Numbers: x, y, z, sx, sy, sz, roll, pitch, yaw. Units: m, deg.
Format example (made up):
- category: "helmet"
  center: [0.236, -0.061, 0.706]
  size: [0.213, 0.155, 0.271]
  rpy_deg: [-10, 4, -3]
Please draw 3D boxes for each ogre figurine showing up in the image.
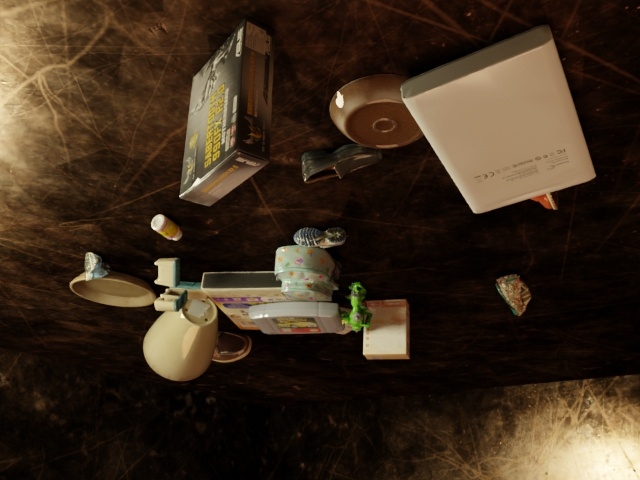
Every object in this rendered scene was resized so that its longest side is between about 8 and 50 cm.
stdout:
- category: "ogre figurine"
  center: [0.117, 0.216, 1.901]
  size: [0.096, 0.118, 0.197]
  rpy_deg: [10, 154, -13]

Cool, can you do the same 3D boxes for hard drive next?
- category: "hard drive"
  center: [0.316, -0.183, 1.024]
  size: [0.232, 0.047, 0.353]
  rpy_deg: [-17, 143, 26]

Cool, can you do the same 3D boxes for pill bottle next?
- category: "pill bottle"
  center: [-0.389, -0.030, 1.521]
  size: [0.043, 0.043, 0.083]
  rpy_deg: [-8, 153, 23]

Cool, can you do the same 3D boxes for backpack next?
- category: "backpack"
  center: [-0.040, 0.088, 1.619]
  size: [0.165, 0.145, 0.188]
  rpy_deg: [1, 153, 18]

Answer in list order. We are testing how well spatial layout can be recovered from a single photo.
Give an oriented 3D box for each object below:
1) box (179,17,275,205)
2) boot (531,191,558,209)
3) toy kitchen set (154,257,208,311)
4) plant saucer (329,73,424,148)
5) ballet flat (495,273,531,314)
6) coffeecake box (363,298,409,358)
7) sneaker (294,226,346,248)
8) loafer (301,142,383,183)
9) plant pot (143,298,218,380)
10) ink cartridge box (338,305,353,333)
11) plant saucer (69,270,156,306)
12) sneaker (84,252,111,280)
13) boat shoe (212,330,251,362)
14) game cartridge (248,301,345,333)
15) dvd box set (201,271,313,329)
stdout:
- category: "box"
  center: [-0.143, -0.192, 0.915]
  size: [0.056, 0.231, 0.183]
  rpy_deg: [17, 153, -34]
- category: "boot"
  center: [0.435, -0.110, 1.229]
  size: [0.084, 0.059, 0.158]
  rpy_deg: [-14, 142, 39]
- category: "toy kitchen set"
  center: [-0.419, 0.119, 1.833]
  size: [0.122, 0.166, 0.207]
  rpy_deg: [4, -168, 1]
- category: "plant saucer"
  center: [0.114, -0.216, 1.060]
  size: [0.198, 0.036, 0.199]
  rpy_deg: [3, 155, 1]
- category: "ballet flat"
  center: [0.584, 0.163, 1.774]
  size: [0.077, 0.091, 0.241]
  rpy_deg: [-29, 150, 14]
- category: "coffeecake box"
  center: [0.219, 0.294, 1.974]
  size: [0.142, 0.186, 0.068]
  rpy_deg: [-4, 154, 17]
- category: "sneaker"
  center: [0.000, 0.000, 1.529]
  size: [0.135, 0.052, 0.058]
  rpy_deg: [1, 159, 7]
- category: "loafer"
  center: [0.043, -0.148, 1.184]
  size: [0.170, 0.061, 0.062]
  rpy_deg: [-8, 152, 23]
- category: "plant pot"
  center: [-0.462, 0.311, 2.083]
  size: [0.256, 0.257, 0.274]
  rpy_deg: [13, 137, -20]
- category: "ink cartridge box"
  center: [0.075, 0.285, 2.129]
  size: [0.099, 0.056, 0.135]
  rpy_deg: [14, 153, -21]
- category: "plant saucer"
  center: [-0.683, 0.161, 1.983]
  size: [0.277, 0.041, 0.278]
  rpy_deg: [4, 155, 2]
- category: "sneaker"
  center: [-0.666, 0.075, 1.791]
  size: [0.073, 0.064, 0.162]
  rpy_deg: [-3, 165, -25]
- category: "boat shoe"
  center: [-0.450, 0.418, 2.424]
  size: [0.341, 0.123, 0.123]
  rpy_deg: [1, 157, 21]
- category: "game cartridge"
  center: [-0.076, 0.253, 1.948]
  size: [0.294, 0.060, 0.196]
  rpy_deg: [-3, 150, 10]
- category: "dvd box set"
  center: [-0.181, 0.209, 1.994]
  size: [0.307, 0.062, 0.420]
  rpy_deg: [-2, 155, 11]
